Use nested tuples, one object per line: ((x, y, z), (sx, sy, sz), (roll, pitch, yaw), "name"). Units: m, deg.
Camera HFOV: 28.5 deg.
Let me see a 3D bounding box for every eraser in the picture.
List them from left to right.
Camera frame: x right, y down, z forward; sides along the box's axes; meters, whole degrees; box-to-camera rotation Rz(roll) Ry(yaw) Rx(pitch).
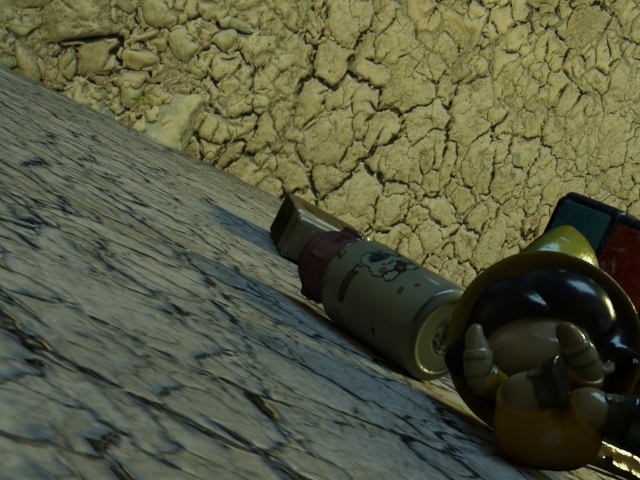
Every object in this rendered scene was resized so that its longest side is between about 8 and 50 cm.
((0.000, 0.000, 2.052), (0.144, 0.078, 0.343), (27, 5, -7), "eraser")

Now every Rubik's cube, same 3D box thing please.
((0.537, 0.142, 2.139), (0.316, 0.318, 0.313), (26, 2, -33), "Rubik's cube")

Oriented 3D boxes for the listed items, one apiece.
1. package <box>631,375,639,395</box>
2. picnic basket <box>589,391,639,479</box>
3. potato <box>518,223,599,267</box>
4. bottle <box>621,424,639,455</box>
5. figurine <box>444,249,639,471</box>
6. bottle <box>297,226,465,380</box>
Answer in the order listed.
((0.539, 0.194, 1.756), (0.311, 0.221, 0.165), (-34, -100, 59), "package")
((0.436, 0.194, 1.275), (0.254, 0.291, 0.321), (25, -37, -38), "picnic basket")
((0.295, 0.138, 1.825), (0.112, 0.269, 0.255), (30, 32, 30), "potato")
((0.535, 0.302, 1.601), (0.330, 0.093, 0.093), (30, 4, 43), "bottle")
((0.211, 0.125, 1.206), (0.192, 0.167, 0.257), (8, 26, 9), "figurine")
((0.064, 0.061, 1.403), (0.110, 0.110, 0.233), (24, 5, -42), "bottle")
